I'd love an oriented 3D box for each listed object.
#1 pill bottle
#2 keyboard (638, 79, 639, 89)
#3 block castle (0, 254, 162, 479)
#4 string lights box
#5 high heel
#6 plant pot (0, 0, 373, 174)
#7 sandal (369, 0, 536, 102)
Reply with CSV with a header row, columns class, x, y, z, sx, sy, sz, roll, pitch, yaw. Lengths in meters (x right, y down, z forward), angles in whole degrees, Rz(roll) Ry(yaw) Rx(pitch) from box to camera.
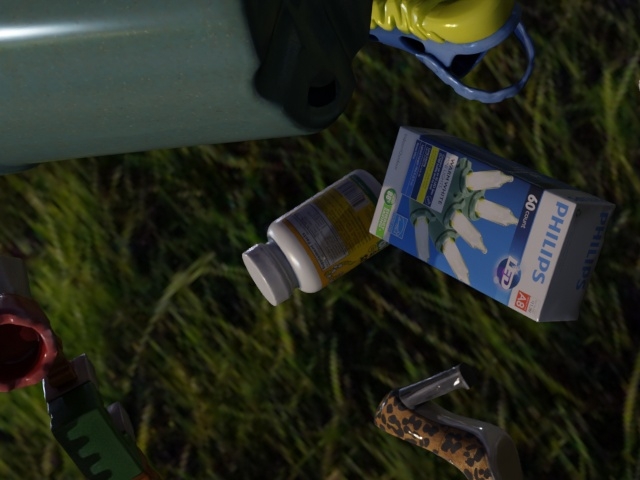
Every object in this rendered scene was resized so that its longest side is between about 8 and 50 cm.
class,x,y,z,sx,sy,sz,roll,pitch,yaw
pill bottle,0.000,0.000,1.779,0.208,0.118,0.117,-33,24,-12
keyboard,0.319,-0.038,0.852,0.014,0.072,0.256,-48,50,-7
block castle,-0.325,0.270,1.305,0.303,0.453,0.213,-28,34,-2
string lights box,0.181,-0.023,1.386,0.259,0.076,0.133,29,109,44
high heel,0.194,0.329,1.903,0.186,0.261,0.093,-29,-9,34
plant pot,-0.155,-0.199,0.910,0.334,0.341,0.341,2,43,21
sandal,0.120,-0.222,1.333,0.126,0.138,0.317,-41,29,-4
